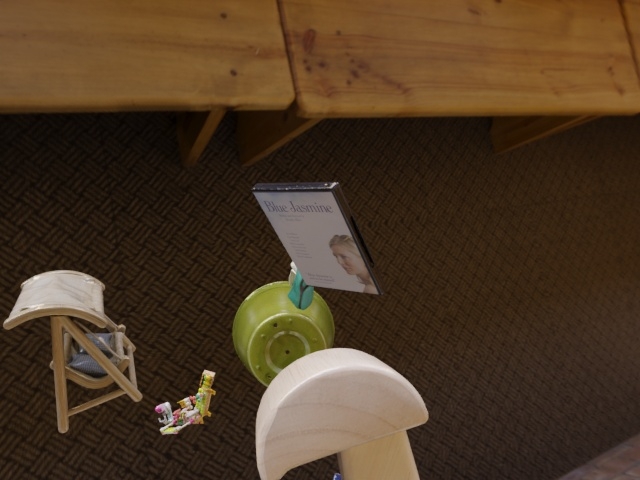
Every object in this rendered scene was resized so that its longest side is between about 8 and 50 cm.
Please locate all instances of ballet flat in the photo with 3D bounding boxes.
[{"bbox_3d":[-0.050,0.099,1.398,0.087,0.247,0.083,40,51,20],"label":"ballet flat"}]

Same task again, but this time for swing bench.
[{"bbox_3d":[-0.493,0.196,1.026,0.165,0.253,0.254,-21,110,-18],"label":"swing bench"}]

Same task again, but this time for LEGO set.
[{"bbox_3d":[-0.429,0.535,1.600,0.132,0.287,0.107,56,29,12],"label":"LEGO set"}]

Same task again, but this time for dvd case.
[{"bbox_3d":[0.000,0.000,0.906,0.022,0.181,0.253,-55,133,-34],"label":"dvd case"}]

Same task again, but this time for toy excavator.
[{"bbox_3d":[-0.001,0.371,0.388,0.445,0.222,0.433,-42,92,-9],"label":"toy excavator"}]

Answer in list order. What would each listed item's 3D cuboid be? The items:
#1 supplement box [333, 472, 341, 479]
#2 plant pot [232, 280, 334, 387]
[{"bbox_3d":[0.118,1.082,1.853,0.194,0.196,0.356,71,30,-51],"label":"supplement box"},{"bbox_3d":[-0.112,0.328,1.647,0.367,0.353,0.365,0,90,-6],"label":"plant pot"}]
